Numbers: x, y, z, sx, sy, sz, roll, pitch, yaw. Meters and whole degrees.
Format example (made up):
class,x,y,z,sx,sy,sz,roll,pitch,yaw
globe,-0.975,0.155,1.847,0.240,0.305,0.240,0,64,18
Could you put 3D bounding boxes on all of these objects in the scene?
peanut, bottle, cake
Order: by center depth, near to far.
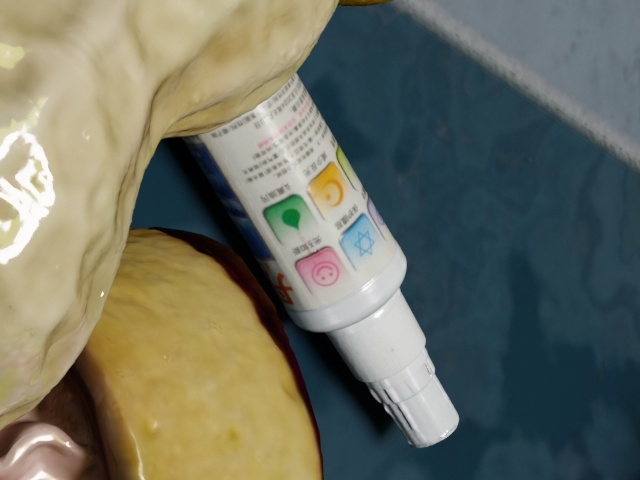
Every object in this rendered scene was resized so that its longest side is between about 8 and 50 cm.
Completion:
class,x,y,z,sx,sy,sz,roll,pitch,yaw
peanut,-0.074,-0.065,0.604,0.136,0.120,0.298,42,63,-22
cake,-0.117,0.091,0.677,0.178,0.208,0.185,-4,102,-32
bottle,0.000,0.000,0.858,0.060,0.060,0.217,-45,115,-33

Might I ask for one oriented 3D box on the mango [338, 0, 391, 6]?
class,x,y,z,sx,sy,sz,roll,pitch,yaw
mango,-0.045,-0.225,0.755,0.329,0.176,0.175,42,49,-28
